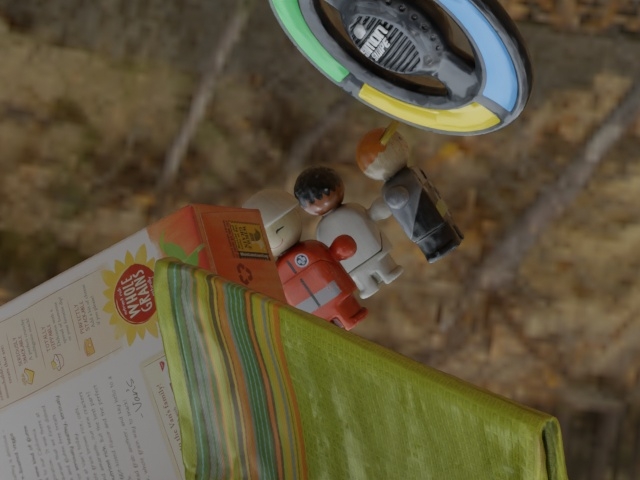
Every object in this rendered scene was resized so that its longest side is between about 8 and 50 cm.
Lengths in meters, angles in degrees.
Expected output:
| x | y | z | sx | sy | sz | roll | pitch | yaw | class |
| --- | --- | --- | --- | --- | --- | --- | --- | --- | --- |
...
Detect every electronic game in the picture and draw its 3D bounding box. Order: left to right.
| x | y | z | sx | sy | sz | roll | pitch | yaw | class |
| --- | --- | --- | --- | --- | --- | --- | --- | --- | --- |
| 0.056 | -0.160 | 1.469 | 0.229 | 0.048 | 0.229 | 27 | 156 | 14 | electronic game |

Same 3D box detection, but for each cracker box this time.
| x | y | z | sx | sy | sz | roll | pitch | yaw | class |
| --- | --- | --- | --- | --- | --- | --- | --- | --- | --- |
| -0.115 | 0.095 | 1.085 | 0.232 | 0.156 | 0.067 | -26 | 163 | 31 | cracker box |

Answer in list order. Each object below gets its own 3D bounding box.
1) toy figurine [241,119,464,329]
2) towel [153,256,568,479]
| x | y | z | sx | sy | sz | roll | pitch | yaw | class |
| --- | --- | --- | --- | --- | --- | --- | --- | --- | --- |
| 0.000 | 0.000 | 1.774 | 0.209 | 0.148 | 0.213 | -36 | -178 | -27 | toy figurine |
| 0.008 | 0.076 | 0.685 | 0.021 | 0.102 | 0.237 | -23 | -157 | -27 | towel |
